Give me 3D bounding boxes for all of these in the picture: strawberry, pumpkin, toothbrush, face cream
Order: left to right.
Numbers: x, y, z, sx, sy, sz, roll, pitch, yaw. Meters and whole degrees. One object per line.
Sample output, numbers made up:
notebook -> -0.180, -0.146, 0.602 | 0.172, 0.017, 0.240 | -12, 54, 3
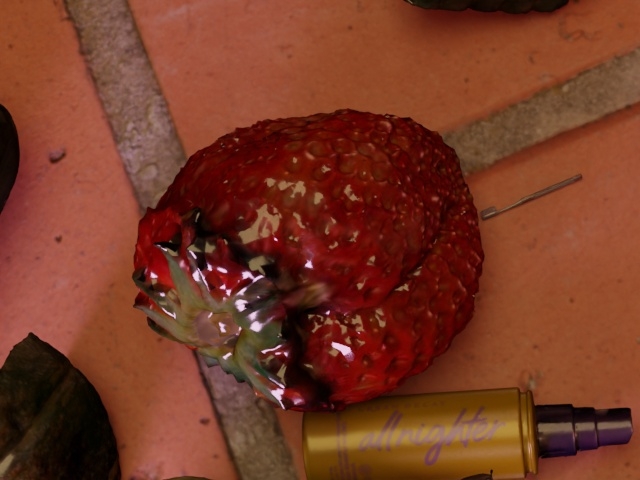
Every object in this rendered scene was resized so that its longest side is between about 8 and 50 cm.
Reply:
pumpkin -> -0.247, 0.223, 1.428 | 0.111, 0.163, 0.278 | 17, 79, 15
strawberry -> 0.000, 0.000, 1.429 | 0.238, 0.250, 0.288 | 11, 49, 46
face cream -> 0.124, 0.165, 1.424 | 0.273, 0.078, 0.078 | -4, 73, 9
toothbrush -> 0.188, -0.040, 1.509 | 0.097, 0.006, 0.008 | -22, 68, 3

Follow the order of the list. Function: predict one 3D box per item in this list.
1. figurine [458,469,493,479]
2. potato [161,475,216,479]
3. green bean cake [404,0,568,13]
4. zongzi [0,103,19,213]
figurine -> 0.120, 0.372, 1.229 | 0.306, 0.241, 0.412 | 7, 105, 4
potato -> -0.067, 0.284, 1.389 | 0.248, 0.143, 0.169 | 23, 90, 15
green bean cake -> 0.151, -0.302, 1.515 | 0.173, 0.094, 0.181 | -1, 71, -15
zongzi -> -0.513, -0.020, 1.479 | 0.432, 0.208, 0.403 | 24, 76, -7
